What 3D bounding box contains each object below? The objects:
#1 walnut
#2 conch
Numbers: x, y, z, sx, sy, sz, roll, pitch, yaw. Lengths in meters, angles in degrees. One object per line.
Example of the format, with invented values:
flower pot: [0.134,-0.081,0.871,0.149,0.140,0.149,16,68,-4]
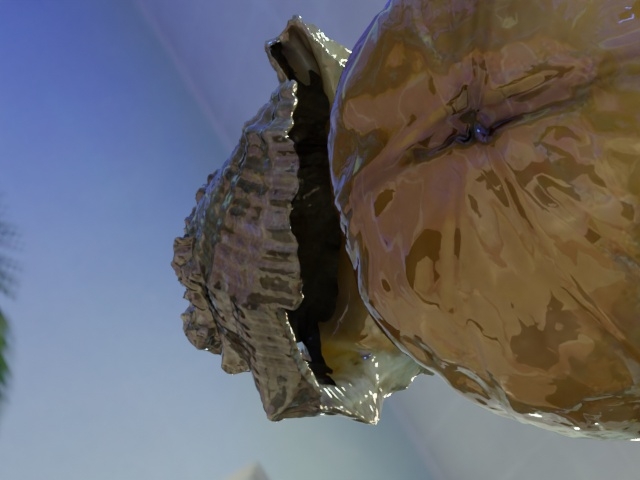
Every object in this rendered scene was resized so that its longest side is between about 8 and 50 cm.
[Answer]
walnut: [0.106,-0.021,0.550,0.195,0.195,0.222,53,12,21]
conch: [0.000,0.000,0.776,0.178,0.163,0.245,-101,-178,-54]
